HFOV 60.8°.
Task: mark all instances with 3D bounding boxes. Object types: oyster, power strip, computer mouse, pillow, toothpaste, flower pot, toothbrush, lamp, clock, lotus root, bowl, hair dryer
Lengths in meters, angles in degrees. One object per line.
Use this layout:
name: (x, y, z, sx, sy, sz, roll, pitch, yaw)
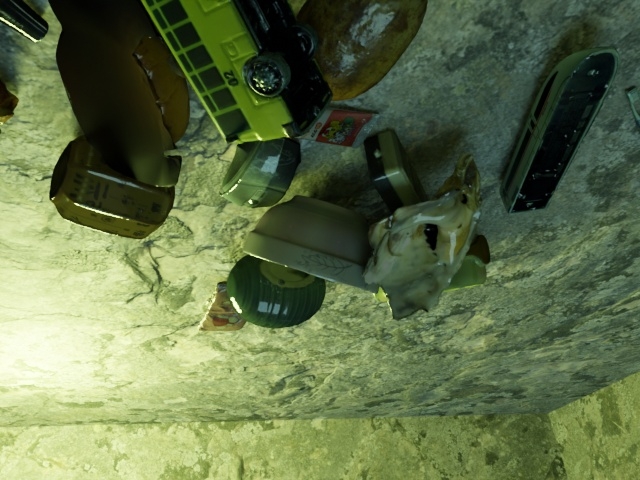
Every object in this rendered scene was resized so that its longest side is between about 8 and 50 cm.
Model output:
oyster: (0.188, -0.005, 1.006, 0.271, 0.100, 0.275, -23, 125, -24)
power strip: (0.158, -0.103, 1.063, 0.070, 0.105, 0.256, -20, 146, 18)
computer mouse: (-0.111, -0.115, 1.031, 0.126, 0.071, 0.231, 11, 145, -25)
pillow: (-0.252, 0.182, 1.509, 0.135, 0.049, 0.248, 7, 142, -22)
toothpaste: (-0.017, -0.203, 0.933, 0.234, 0.057, 0.089, 2, 147, -28)
flower pot: (-0.101, 0.111, 1.284, 0.243, 0.189, 0.157, 2, 143, -31)
toothbrush: (0.610, -0.223, 1.035, 0.019, 0.016, 0.220, -32, 139, 22)
lamp: (-0.361, -0.092, 0.953, 0.185, 0.161, 0.161, 21, 139, -36)
clock: (0.242, 0.067, 1.239, 0.287, 0.117, 0.348, -11, 171, 9)
lotus root: (0.035, -0.277, 0.746, 0.145, 0.128, 0.260, 27, 134, -22)
bowl: (0.000, 0.000, 1.106, 0.287, 0.143, 0.287, 18, 178, 1)
hair dryer: (-0.357, -0.346, 0.641, 0.219, 0.075, 0.195, -26, 154, 16)

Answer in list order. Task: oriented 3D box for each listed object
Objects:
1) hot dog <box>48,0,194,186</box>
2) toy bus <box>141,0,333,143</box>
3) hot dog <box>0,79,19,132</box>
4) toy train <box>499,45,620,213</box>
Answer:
hot dog: (-0.255, -0.236, 0.772, 0.194, 0.107, 0.326, 18, 140, -5)
toy bus: (-0.103, -0.251, 0.661, 0.150, 0.128, 0.262, -8, 125, 33)
hot dog: (-0.522, -0.212, 0.763, 0.146, 0.103, 0.213, -26, 150, -2)
toy train: (0.413, -0.198, 0.972, 0.087, 0.088, 0.406, -7, 148, -2)
